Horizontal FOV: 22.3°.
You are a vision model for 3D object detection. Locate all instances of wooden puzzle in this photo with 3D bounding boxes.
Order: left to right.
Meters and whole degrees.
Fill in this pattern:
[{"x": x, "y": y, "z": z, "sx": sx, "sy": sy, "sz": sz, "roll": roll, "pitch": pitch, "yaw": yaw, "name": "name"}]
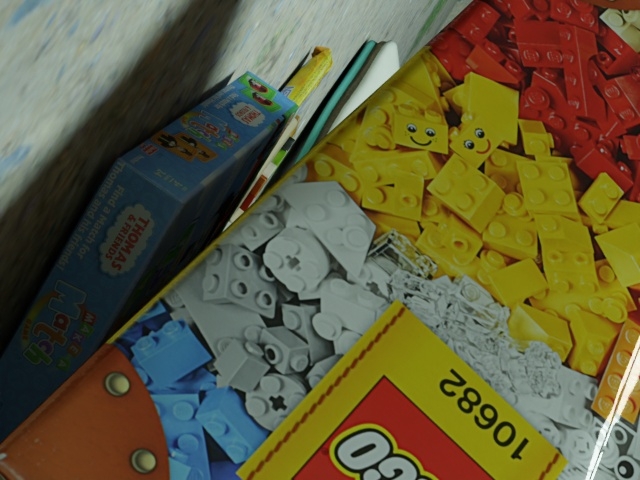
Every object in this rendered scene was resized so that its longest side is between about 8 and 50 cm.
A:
[{"x": -0.042, "y": -0.053, "z": 1.237, "sx": 0.116, "sy": 0.014, "sz": 0.078, "roll": -56, "pitch": 177, "yaw": -32, "name": "wooden puzzle"}]

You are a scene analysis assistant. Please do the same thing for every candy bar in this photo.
[{"x": -0.031, "y": -0.077, "z": 1.057, "sx": 0.040, "sy": 0.018, "sz": 0.161, "roll": -54, "pitch": -179, "yaw": 44, "name": "candy bar"}]

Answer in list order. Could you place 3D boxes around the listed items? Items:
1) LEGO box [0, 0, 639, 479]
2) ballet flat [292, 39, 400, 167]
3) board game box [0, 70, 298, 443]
[{"x": -0.018, "y": 0.135, "z": 0.763, "sx": 0.372, "sy": 0.193, "sz": 0.500, "roll": -45, "pitch": 176, "yaw": -36, "name": "LEGO box"}, {"x": 0.000, "y": 0.000, "z": 1.436, "sx": 0.400, "sy": 0.139, "sz": 0.139, "roll": -57, "pitch": 178, "yaw": -25, "name": "ballet flat"}, {"x": -0.086, "y": 0.011, "z": 0.760, "sx": 0.160, "sy": 0.039, "sz": 0.211, "roll": -57, "pitch": 177, "yaw": 20, "name": "board game box"}]
